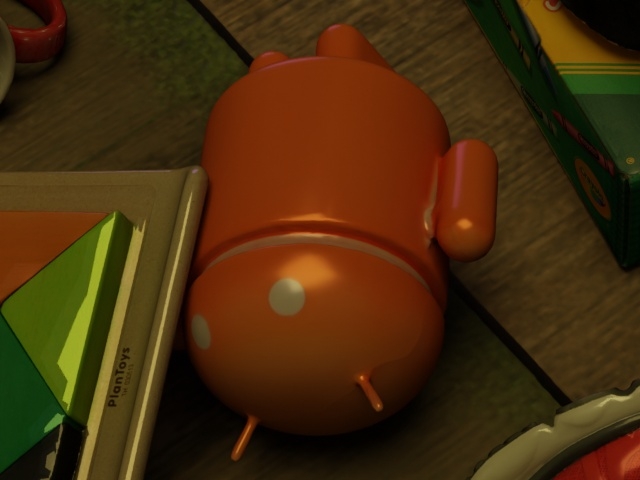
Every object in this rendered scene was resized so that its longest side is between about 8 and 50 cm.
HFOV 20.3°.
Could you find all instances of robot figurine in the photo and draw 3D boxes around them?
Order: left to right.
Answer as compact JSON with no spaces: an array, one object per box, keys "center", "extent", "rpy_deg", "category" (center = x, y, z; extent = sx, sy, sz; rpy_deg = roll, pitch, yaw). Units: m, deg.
[{"center":[0.001,-0.001,0.863],"extent":[0.158,0.128,0.219],"rpy_deg":[7,54,-2],"category":"robot figurine"}]

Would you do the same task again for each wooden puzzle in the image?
[{"center":[-0.176,0.062,0.838],"extent":[0.238,0.044,0.221],"rpy_deg":[-2,64,26],"category":"wooden puzzle"}]

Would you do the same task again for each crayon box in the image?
[{"center":[0.178,-0.134,0.965],"extent":[0.165,0.081,0.278],"rpy_deg":[-21,53,-7],"category":"crayon box"}]

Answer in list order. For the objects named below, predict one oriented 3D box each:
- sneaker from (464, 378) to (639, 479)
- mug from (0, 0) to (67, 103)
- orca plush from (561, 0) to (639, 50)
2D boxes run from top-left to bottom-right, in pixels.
[{"center":[0.099,0.152,0.748],"extent":[0.279,0.107,0.118],"rpy_deg":[-35,65,8],"category":"sneaker"},{"center":[-0.242,-0.139,1.034],"extent":[0.113,0.150,0.169],"rpy_deg":[-48,48,18],"category":"mug"},{"center":[0.156,-0.236,0.927],"extent":[0.151,0.102,0.287],"rpy_deg":[7,55,14],"category":"orca plush"}]
